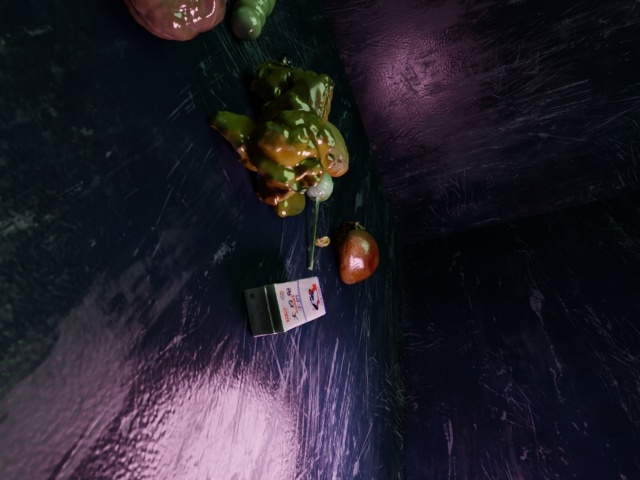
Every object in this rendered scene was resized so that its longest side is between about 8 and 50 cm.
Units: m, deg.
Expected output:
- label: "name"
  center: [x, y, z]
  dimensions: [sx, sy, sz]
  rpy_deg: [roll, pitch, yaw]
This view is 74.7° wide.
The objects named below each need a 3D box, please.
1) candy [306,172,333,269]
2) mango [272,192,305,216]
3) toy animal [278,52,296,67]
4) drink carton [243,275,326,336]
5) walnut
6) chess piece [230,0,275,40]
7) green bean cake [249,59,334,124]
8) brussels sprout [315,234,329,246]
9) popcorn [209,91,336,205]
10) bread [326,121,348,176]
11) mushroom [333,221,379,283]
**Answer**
- label: "candy"
  center: [-0.021, -0.089, 1.664]
  dimensions: [0.119, 0.119, 0.439]
  rpy_deg: [50, 39, -52]
- label: "mango"
  center: [-0.109, -0.145, 1.434]
  dimensions: [0.191, 0.086, 0.122]
  rpy_deg: [-20, 99, -72]
- label: "toy animal"
  center: [-0.108, -0.618, 1.725]
  dimensions: [0.298, 0.122, 0.185]
  rpy_deg: [42, 38, -61]
- label: "drink carton"
  center: [-0.094, 0.183, 1.213]
  dimensions: [0.315, 0.107, 0.130]
  rpy_deg: [1, 74, -69]
- label: "walnut"
  center: [-0.321, -0.583, 0.911]
  dimensions: [0.227, 0.273, 0.273]
  rpy_deg: [49, -4, 42]
- label: "chess piece"
  center: [-0.247, -0.795, 1.460]
  dimensions: [0.144, 0.145, 0.251]
  rpy_deg: [55, 34, -47]
- label: "green bean cake"
  center: [-0.112, -0.452, 1.445]
  dimensions: [0.202, 0.285, 0.309]
  rpy_deg: [130, -29, -84]
- label: "brussels sprout"
  center: [-0.001, 0.001, 1.705]
  dimensions: [0.083, 0.051, 0.046]
  rpy_deg: [12, 32, -43]
- label: "popcorn"
  center: [-0.119, -0.290, 1.227]
  dimensions: [0.321, 0.290, 0.325]
  rpy_deg: [58, -4, -32]
- label: "bread"
  center: [0.007, -0.403, 1.840]
  dimensions: [0.375, 0.165, 0.236]
  rpy_deg: [-4, 76, -71]
- label: "mushroom"
  center: [0.164, 0.050, 1.919]
  dimensions: [0.263, 0.195, 0.282]
  rpy_deg: [-11, 87, -66]
